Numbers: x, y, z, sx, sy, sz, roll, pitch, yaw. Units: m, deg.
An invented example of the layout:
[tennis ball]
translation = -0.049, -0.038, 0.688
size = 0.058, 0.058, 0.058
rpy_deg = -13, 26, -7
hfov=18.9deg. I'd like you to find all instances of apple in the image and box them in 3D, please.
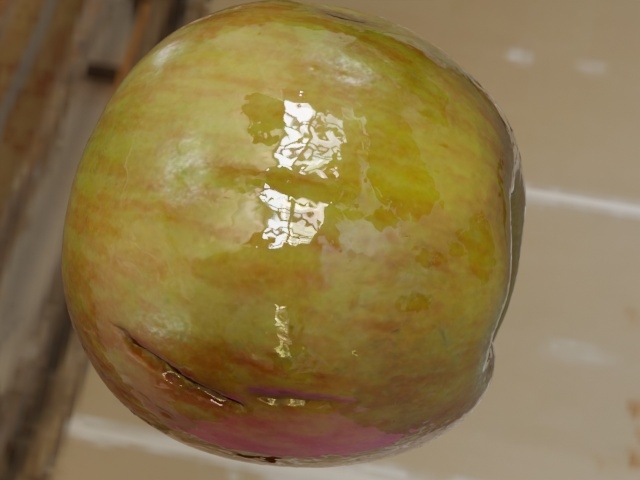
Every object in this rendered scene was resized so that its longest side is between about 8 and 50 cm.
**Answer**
[apple]
translation = 0.000, 0.000, 1.046
size = 0.264, 0.264, 0.264
rpy_deg = 10, -90, -79
